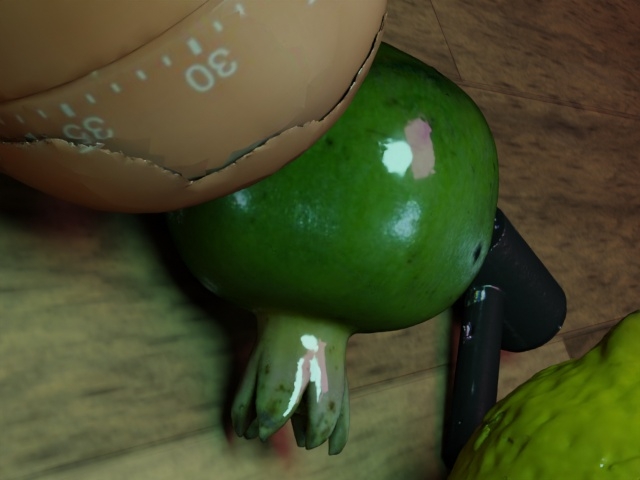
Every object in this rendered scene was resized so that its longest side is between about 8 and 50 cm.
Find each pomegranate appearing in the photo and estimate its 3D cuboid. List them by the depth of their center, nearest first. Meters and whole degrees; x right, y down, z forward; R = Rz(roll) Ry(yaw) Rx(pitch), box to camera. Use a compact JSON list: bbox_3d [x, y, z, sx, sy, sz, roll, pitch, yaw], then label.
[{"bbox_3d":[0.000,0.000,0.804,0.187,0.187,0.225,25,73,-55],"label":"pomegranate"}]

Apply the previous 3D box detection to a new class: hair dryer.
[{"bbox_3d":[0.125,0.092,1.080,0.114,0.071,0.248,48,34,-33],"label":"hair dryer"}]

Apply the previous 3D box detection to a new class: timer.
[{"bbox_3d":[-0.084,-0.133,0.668,0.229,0.230,0.215,-82,149,-49],"label":"timer"}]

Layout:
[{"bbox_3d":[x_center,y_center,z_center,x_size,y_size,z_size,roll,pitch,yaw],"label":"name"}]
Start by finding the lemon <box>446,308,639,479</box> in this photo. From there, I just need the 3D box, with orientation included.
[{"bbox_3d":[0.218,0.215,0.863,0.336,0.336,0.336,45,32,-38],"label":"lemon"}]
